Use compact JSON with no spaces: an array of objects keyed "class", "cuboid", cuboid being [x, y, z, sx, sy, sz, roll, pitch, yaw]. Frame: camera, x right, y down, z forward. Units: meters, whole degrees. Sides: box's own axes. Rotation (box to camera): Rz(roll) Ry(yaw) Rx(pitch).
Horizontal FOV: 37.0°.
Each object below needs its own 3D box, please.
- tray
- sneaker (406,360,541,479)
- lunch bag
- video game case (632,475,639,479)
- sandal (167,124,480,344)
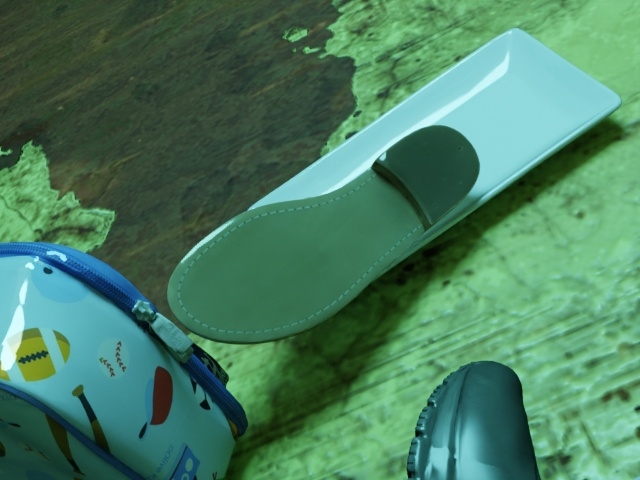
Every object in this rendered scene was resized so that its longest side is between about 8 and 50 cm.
[{"class":"tray","cuboid":[0.082,-0.053,0.731,0.270,0.030,0.145,-35,41,-2]},{"class":"sneaker","cuboid":[0.104,0.189,0.456,0.130,0.109,0.286,-6,55,14]},{"class":"lunch bag","cuboid":[-0.205,0.091,0.612,0.303,0.243,0.115,-2,51,31]},{"class":"video game case","cuboid":[0.255,0.175,0.422,0.184,0.023,0.201,-19,43,15]},{"class":"sandal","cuboid":[0.004,0.005,0.661,0.240,0.079,0.088,-32,82,-20]}]
